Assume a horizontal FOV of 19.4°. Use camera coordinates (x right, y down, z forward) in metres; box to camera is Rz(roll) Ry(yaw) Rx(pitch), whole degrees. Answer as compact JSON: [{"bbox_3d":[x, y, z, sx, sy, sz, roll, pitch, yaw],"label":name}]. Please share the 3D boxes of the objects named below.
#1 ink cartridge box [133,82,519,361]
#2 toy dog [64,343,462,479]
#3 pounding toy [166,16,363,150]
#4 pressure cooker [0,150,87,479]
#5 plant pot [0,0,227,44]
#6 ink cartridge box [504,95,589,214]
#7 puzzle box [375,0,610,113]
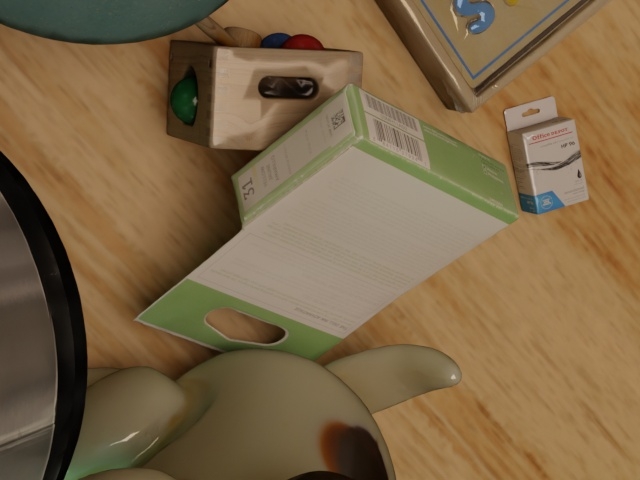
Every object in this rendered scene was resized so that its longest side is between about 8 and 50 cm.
[{"bbox_3d":[0.000,0.000,1.339,0.235,0.056,0.171,-35,140,30],"label":"ink cartridge box"},{"bbox_3d":[-0.031,0.238,1.226,0.395,0.408,0.285,-23,107,-12],"label":"toy dog"},{"bbox_3d":[-0.051,-0.117,1.323,0.141,0.130,0.100,1,97,-21],"label":"pounding toy"},{"bbox_3d":[-0.343,0.084,1.090,0.369,0.420,0.376,-26,86,23],"label":"pressure cooker"},{"bbox_3d":[-0.134,-0.296,1.165,0.290,0.195,0.290,9,63,-19],"label":"plant pot"},{"bbox_3d":[0.177,-0.067,1.474,0.048,0.028,0.083,-17,103,-18],"label":"ink cartridge box"},{"bbox_3d":[0.185,-0.323,1.427,0.409,0.052,0.272,-40,110,-11],"label":"puzzle box"}]
